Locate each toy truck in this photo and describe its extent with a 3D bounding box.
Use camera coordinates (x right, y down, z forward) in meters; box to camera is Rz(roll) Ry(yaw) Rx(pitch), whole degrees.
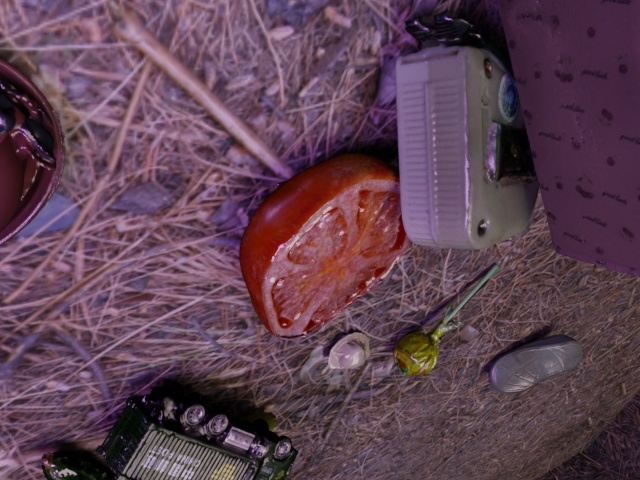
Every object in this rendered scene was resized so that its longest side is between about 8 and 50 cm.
[{"bbox_3d":[-0.151,0.284,0.818,0.259,0.088,0.121,37,79,-38],"label":"toy truck"}]

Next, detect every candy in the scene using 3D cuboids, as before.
[{"bbox_3d":[0.234,0.140,1.085,0.262,0.077,0.073,-45,147,-7],"label":"candy"}]

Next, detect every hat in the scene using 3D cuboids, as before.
[{"bbox_3d":[-0.280,-0.041,0.419,0.205,0.089,0.205,-24,141,-21],"label":"hat"}]

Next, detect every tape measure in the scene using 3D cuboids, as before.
[{"bbox_3d":[0.177,-0.117,0.659,0.207,0.115,0.235,-15,105,-45],"label":"tape measure"}]

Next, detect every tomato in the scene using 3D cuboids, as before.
[{"bbox_3d":[0.000,0.000,0.701,0.236,0.095,0.237,-28,142,-25],"label":"tomato"}]

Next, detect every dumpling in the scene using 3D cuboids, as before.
[{"bbox_3d":[0.046,0.178,0.978,0.076,0.057,0.052,-6,176,-6],"label":"dumpling"}]

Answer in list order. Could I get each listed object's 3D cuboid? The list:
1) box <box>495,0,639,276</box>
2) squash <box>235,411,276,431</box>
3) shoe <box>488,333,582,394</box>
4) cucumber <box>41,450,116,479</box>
[{"bbox_3d":[0.331,-0.148,0.568,0.225,0.190,0.297,-26,108,-16],"label":"box"},{"bbox_3d":[-0.154,0.314,0.925,0.201,0.066,0.066,-17,138,-36],"label":"squash"},{"bbox_3d":[0.512,0.297,1.470,0.251,0.103,0.100,-15,-178,-11],"label":"shoe"},{"bbox_3d":[-0.303,0.352,0.833,0.067,0.067,0.294,-27,140,-16],"label":"cucumber"}]
